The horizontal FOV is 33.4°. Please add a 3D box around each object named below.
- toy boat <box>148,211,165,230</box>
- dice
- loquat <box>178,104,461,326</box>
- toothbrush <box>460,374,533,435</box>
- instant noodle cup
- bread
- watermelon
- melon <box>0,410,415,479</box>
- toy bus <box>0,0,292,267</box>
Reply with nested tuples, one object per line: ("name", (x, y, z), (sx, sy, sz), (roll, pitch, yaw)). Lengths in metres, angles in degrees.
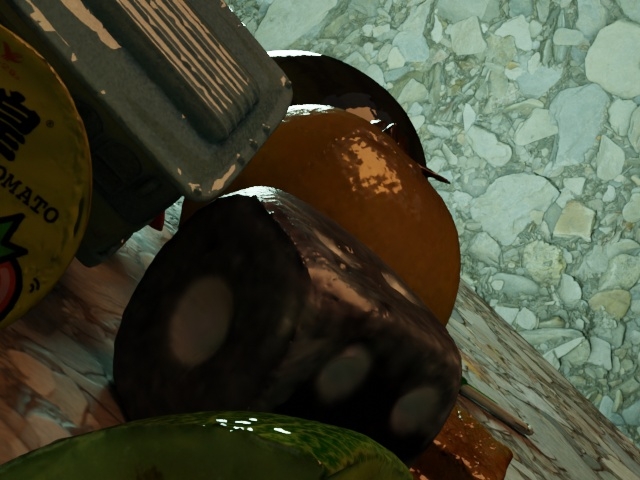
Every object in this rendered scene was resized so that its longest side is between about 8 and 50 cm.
("toy boat", (-0.188, -0.177, 1.190), (0.079, 0.136, 0.392), (12, 53, -12))
("dice", (-0.024, 0.084, 0.759), (0.183, 0.182, 0.181), (31, 14, -43))
("loquat", (0.000, 0.000, 0.997), (0.275, 0.275, 0.275), (40, 9, -7))
("toothbrush", (0.206, 0.203, 1.630), (0.418, 0.040, 0.042), (35, 8, -33))
("instant noodle cup", (-0.219, -0.039, 0.610), (0.182, 0.182, 0.144), (39, -2, -10))
("bread", (0.125, 0.217, 1.089), (0.139, 0.077, 0.271), (38, 7, 10))
("watermelon", (-0.013, -0.081, 1.314), (0.279, 0.279, 0.359), (32, 16, -46))
("melon", (-0.034, 0.164, 0.548), (0.323, 0.196, 0.124), (40, 39, -63))
("toy bus", (-0.193, -0.150, 0.751), (0.312, 0.190, 0.152), (49, 46, -16))
